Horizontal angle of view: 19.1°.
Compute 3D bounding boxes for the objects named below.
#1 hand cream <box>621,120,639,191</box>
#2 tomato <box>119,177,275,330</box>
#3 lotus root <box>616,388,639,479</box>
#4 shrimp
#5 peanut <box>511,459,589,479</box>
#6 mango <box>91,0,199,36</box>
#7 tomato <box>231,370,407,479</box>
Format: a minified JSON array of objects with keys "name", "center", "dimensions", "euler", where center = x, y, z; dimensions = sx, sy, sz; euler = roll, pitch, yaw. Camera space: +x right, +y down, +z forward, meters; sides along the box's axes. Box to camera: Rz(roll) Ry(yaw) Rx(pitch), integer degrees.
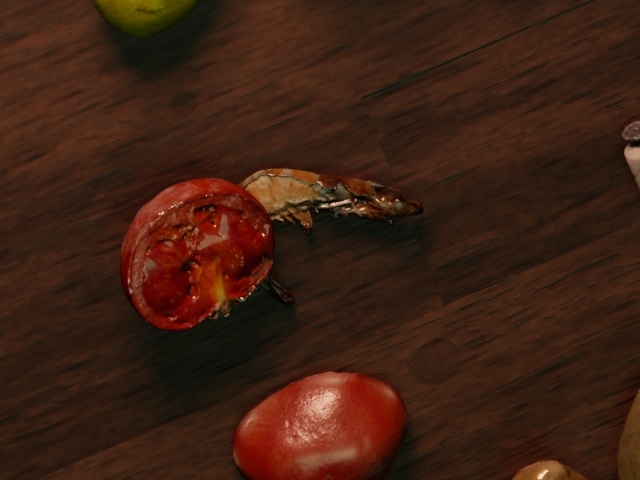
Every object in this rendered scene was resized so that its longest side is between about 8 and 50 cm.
[{"name":"hand cream","center":[0.361,-0.040,1.964],"dimensions":[0.067,0.042,0.194],"euler":[-31,119,2]},{"name":"tomato","center":[-0.128,0.004,1.862],"dimensions":[0.159,0.091,0.139],"euler":[-31,123,-6]},{"name":"lotus root","center":[0.368,0.224,2.052],"dimensions":[0.077,0.090,0.183],"euler":[-12,125,-52]},{"name":"shrimp","center":[0.000,0.001,1.912],"dimensions":[0.195,0.035,0.148],"euler":[6,109,-5]},{"name":"peanut","center":[0.259,0.353,2.070],"dimensions":[0.137,0.122,0.253],"euler":[1,111,-3]},{"name":"mango","center":[-0.142,-0.259,1.735],"dimensions":[0.163,0.089,0.117],"euler":[-48,145,17]},{"name":"tomato","center":[0.008,0.218,1.984],"dimensions":[0.166,0.082,0.174],"euler":[36,105,-21]}]
